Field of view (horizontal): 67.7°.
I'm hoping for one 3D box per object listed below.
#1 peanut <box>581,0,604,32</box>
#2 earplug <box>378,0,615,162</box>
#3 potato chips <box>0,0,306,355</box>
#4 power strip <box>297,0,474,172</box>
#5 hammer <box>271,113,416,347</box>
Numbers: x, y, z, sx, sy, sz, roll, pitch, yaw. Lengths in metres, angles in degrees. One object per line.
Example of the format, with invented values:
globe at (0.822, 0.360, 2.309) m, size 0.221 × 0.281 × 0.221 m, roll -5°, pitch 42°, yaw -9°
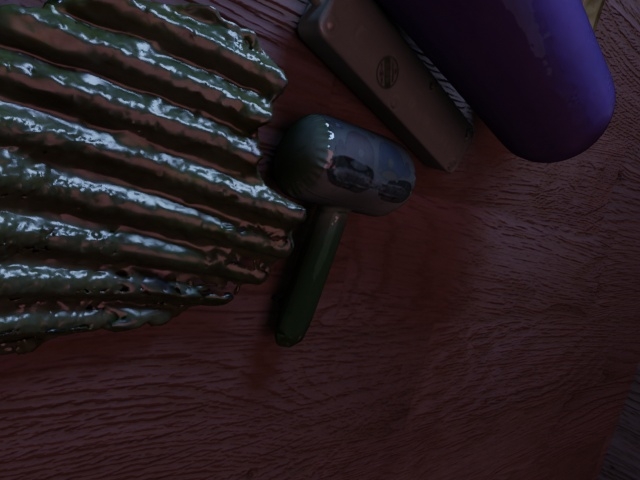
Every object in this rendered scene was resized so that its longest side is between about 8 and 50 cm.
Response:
peanut at (0.395, -0.391, 0.809) m, size 0.174 × 0.158 × 0.340 m, roll -20°, pitch 121°, yaw -49°
earplug at (0.251, -0.282, 0.654) m, size 0.456 × 0.215 × 0.215 m, roll 40°, pitch 80°, yaw -30°
potato chips at (-0.206, -0.055, 0.501) m, size 0.389 × 0.097 × 0.373 m, roll -15°, pitch 114°, yaw -30°
power strip at (0.107, -0.231, 0.705) m, size 0.385 × 0.062 × 0.091 m, roll 32°, pitch 85°, yaw -40°
hammer at (0.000, 0.000, 0.682) m, size 0.206 × 0.119 × 0.335 m, roll 11°, pitch 105°, yaw -39°
